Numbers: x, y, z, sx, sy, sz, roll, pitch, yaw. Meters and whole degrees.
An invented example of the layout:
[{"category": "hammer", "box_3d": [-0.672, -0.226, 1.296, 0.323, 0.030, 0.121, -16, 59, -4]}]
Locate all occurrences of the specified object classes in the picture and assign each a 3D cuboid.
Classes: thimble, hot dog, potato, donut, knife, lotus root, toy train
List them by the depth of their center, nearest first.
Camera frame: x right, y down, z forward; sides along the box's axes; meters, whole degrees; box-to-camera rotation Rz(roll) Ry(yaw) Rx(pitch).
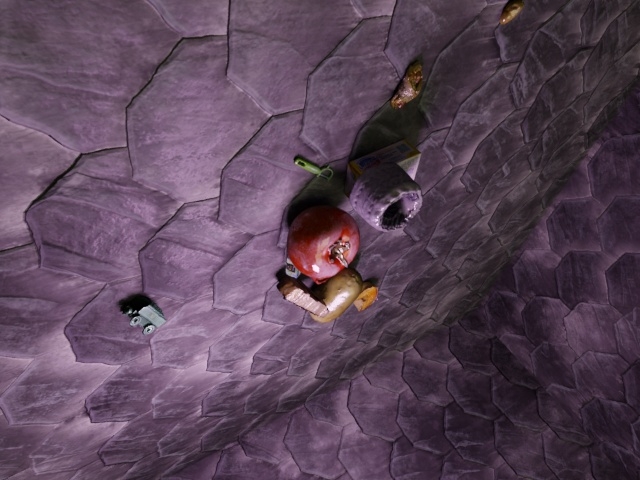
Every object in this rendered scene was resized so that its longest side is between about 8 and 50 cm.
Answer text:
[{"category": "hot dog", "box_3d": [0.287, -0.486, 1.679, 0.078, 0.061, 0.168, -11, 142, -42]}, {"category": "potato", "box_3d": [0.617, -0.744, 1.701, 0.092, 0.046, 0.045, -41, -172, 25]}, {"category": "knife", "box_3d": [-0.017, -0.242, 1.733, 0.054, 0.015, 0.212, -49, 149, 17]}, {"category": "toy train", "box_3d": [-0.584, 0.248, 1.747, 0.099, 0.070, 0.172, -40, 151, -11]}, {"category": "thimble", "box_3d": [0.231, -0.143, 1.805, 0.217, 0.157, 0.246, -44, 150, 13]}, {"category": "lotus root", "box_3d": [-0.082, 0.218, 2.161, 0.074, 0.170, 0.261, -49, 140, 5]}, {"category": "potato", "box_3d": [0.065, 0.239, 2.337, 0.307, 0.173, 0.210, -47, -179, 14]}, {"category": "donut", "box_3d": [0.226, 0.275, 2.682, 0.146, 0.078, 0.181, -35, 145, -7]}]

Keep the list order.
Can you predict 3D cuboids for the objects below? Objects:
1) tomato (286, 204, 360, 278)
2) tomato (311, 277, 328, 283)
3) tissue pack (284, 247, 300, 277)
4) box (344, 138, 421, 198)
[{"category": "tomato", "box_3d": [0.000, 0.000, 1.880, 0.270, 0.227, 0.270, -23, 128, -33]}, {"category": "tomato", "box_3d": [0.043, 0.072, 2.168, 0.228, 0.101, 0.228, -32, 159, -14]}, {"category": "tissue pack", "box_3d": [-0.103, 0.074, 2.031, 0.111, 0.079, 0.085, 99, 15, -53]}, {"category": "box", "box_3d": [0.223, -0.244, 1.914, 0.265, 0.097, 0.168, -26, 149, -20]}]
